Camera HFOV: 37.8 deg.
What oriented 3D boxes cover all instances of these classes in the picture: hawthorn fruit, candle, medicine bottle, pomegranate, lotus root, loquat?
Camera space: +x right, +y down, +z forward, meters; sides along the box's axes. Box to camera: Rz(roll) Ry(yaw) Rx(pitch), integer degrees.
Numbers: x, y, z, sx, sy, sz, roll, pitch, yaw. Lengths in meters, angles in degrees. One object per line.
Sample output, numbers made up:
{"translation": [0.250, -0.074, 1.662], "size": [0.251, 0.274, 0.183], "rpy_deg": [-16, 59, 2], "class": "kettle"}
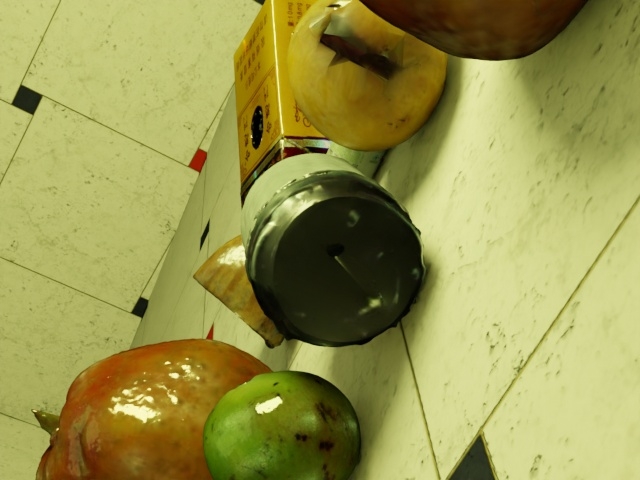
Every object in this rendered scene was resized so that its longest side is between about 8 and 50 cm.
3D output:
{"translation": [-0.245, 0.324, 1.412], "size": [0.403, 0.403, 0.402], "rpy_deg": [-161, 90, -75], "class": "hawthorn fruit"}
{"translation": [0.000, 0.000, 1.256], "size": [0.342, 0.221, 0.221], "rpy_deg": [-127, 57, -73], "class": "candle"}
{"translation": [0.046, -0.117, 1.481], "size": [0.086, 0.086, 0.183], "rpy_deg": [-106, 38, -64], "class": "medicine bottle"}
{"translation": [-0.033, 0.261, 1.140], "size": [0.159, 0.190, 0.241], "rpy_deg": [-37, 28, 21], "class": "pomegranate"}
{"translation": [-0.098, 0.065, 1.635], "size": [0.180, 0.188, 0.199], "rpy_deg": [-51, -7, -6], "class": "lotus root"}
{"translation": [0.065, -0.245, 1.312], "size": [0.235, 0.235, 0.235], "rpy_deg": [-161, 90, -75], "class": "loquat"}

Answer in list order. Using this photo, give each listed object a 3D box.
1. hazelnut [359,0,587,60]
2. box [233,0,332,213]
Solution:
{"translation": [0.150, -0.367, 0.963], "size": [0.409, 0.359, 0.359], "rpy_deg": [-87, 20, -67], "class": "hazelnut"}
{"translation": [-0.067, -0.214, 1.736], "size": [0.264, 0.116, 0.415], "rpy_deg": [144, 126, -63], "class": "box"}
